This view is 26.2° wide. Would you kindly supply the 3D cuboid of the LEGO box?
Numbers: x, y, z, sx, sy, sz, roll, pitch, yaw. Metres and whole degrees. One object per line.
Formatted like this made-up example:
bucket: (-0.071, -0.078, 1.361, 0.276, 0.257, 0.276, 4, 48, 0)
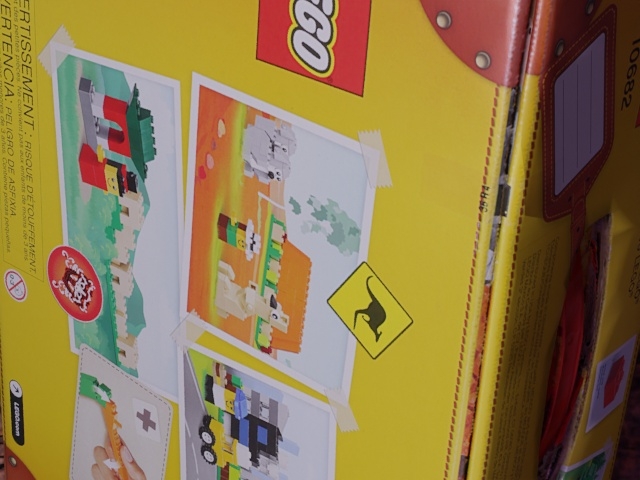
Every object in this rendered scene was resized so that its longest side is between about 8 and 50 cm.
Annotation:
LEGO box: (-0.008, 0.006, 0.826, 0.373, 0.193, 0.500, 24, 124, 31)
